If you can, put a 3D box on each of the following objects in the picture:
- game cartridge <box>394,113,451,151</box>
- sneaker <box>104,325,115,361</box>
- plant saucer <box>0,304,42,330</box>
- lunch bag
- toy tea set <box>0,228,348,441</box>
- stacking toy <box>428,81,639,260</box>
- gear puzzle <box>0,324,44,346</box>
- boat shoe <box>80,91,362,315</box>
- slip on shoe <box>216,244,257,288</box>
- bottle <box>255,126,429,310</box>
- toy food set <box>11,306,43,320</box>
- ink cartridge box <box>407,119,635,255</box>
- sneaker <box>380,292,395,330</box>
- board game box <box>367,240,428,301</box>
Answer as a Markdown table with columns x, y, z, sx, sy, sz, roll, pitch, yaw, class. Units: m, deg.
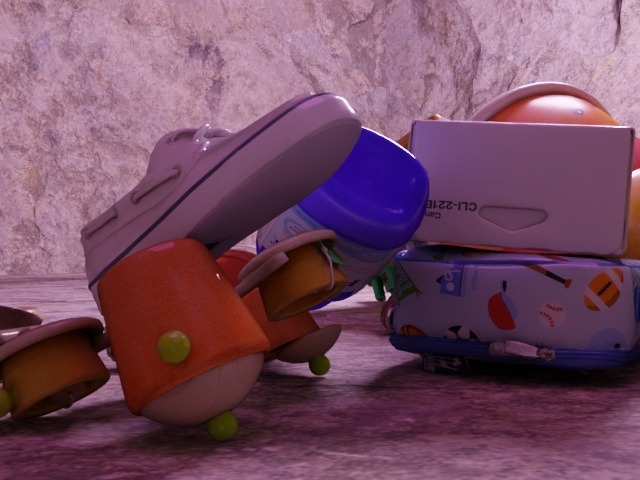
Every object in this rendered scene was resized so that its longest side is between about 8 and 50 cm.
| x | y | z | sx | sy | sz | roll | pitch | yaw | class |
| --- | --- | --- | --- | --- | --- | --- | --- | --- | --- |
| 0.190 | -0.068 | 1.416 | 0.324 | 0.052 | 0.285 | 17 | -39 | -40 | game cartridge |
| -0.122 | 0.086 | 0.856 | 0.084 | 0.069 | 0.186 | -7 | -3 | 41 | sneaker |
| -0.362 | 0.090 | 0.848 | 0.169 | 0.029 | 0.168 | -3 | -18 | -1 | plant saucer |
| 0.217 | 0.065 | 0.848 | 0.243 | 0.114 | 0.303 | 3 | 1 | 29 | lunch bag |
| -0.067 | 0.087 | 0.647 | 0.200 | 0.124 | 0.336 | -35 | -16 | 32 | toy tea set |
| 0.392 | 0.006 | 1.089 | 0.351 | 0.350 | 0.480 | -1 | 18 | -28 | stacking toy |
| -0.348 | 0.104 | 0.624 | 0.176 | 0.044 | 0.339 | -8 | -2 | 15 | gear puzzle |
| -0.087 | -0.037 | 0.600 | 0.258 | 0.084 | 0.095 | -34 | -15 | 28 | boat shoe |
| -0.175 | 0.072 | 1.420 | 0.332 | 0.123 | 0.101 | 6 | 36 | 32 | slip on shoe |
| 0.000 | 0.000 | 0.807 | 0.118 | 0.092 | 0.283 | 28 | -28 | -5 | bottle |
| -0.446 | 0.109 | 1.251 | 0.083 | 0.020 | 0.083 | 0 | 0 | 18 | toy food set |
| 0.207 | -0.048 | 0.874 | 0.197 | 0.114 | 0.273 | 4 | 2 | 17 | ink cartridge box |
| 0.167 | 0.095 | 1.067 | 0.189 | 0.066 | 0.071 | -6 | 15 | 21 | sneaker |
| 0.324 | -0.001 | 1.500 | 0.390 | 0.050 | 0.390 | -1 | -30 | -23 | board game box |
